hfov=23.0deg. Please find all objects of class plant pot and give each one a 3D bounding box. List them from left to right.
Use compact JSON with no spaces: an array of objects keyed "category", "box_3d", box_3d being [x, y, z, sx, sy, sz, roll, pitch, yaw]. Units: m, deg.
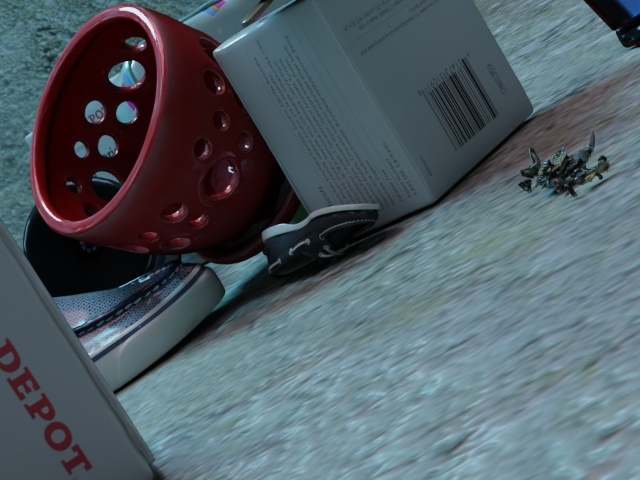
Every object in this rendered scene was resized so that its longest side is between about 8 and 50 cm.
[{"category":"plant pot","box_3d":[-0.117,-0.076,1.273,0.174,0.191,0.191,17,-31,-41]}]

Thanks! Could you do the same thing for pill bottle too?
[{"category":"pill bottle","box_3d":[-0.199,0.010,1.493,0.123,0.123,0.219,-32,-5,1]}]

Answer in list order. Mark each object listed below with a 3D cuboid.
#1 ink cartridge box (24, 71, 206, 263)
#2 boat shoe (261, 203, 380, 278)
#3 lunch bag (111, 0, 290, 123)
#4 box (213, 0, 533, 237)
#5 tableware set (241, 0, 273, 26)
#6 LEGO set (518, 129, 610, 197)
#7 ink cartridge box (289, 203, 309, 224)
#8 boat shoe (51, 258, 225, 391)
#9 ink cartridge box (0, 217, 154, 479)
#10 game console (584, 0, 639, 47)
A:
[{"category":"ink cartridge box","box_3d":[-0.187,-0.066,1.653,0.154,0.212,0.093,-25,10,40]},{"category":"boat shoe","box_3d":[0.000,0.000,1.173,0.046,0.038,0.125,5,-16,-42]},{"category":"lunch bag","box_3d":[-0.063,-0.130,1.566,0.279,0.224,0.108,-35,-4,-34]},{"category":"box","box_3d":[0.045,-0.123,1.230,0.119,0.182,0.181,-24,11,42]},{"category":"tableware set","box_3d":[-0.022,-0.204,1.191,0.128,0.039,0.194,-18,16,2]},{"category":"LEGO set","box_3d":[0.146,-0.039,0.934,0.054,0.023,0.083,-32,21,13]},{"category":"ink cartridge box","box_3d":[-0.013,-0.070,1.406,0.209,0.062,0.109,-32,39,4]},{"category":"boat shoe","box_3d":[-0.252,0.075,1.224,0.340,0.158,0.127,-33,8,-9]},{"category":"ink cartridge box","box_3d":[-0.278,0.112,0.853,0.306,0.226,0.131,-32,9,-11]},{"category":"game console","box_3d":[0.296,-0.232,1.298,0.144,0.085,0.124,-34,8,-11]}]
